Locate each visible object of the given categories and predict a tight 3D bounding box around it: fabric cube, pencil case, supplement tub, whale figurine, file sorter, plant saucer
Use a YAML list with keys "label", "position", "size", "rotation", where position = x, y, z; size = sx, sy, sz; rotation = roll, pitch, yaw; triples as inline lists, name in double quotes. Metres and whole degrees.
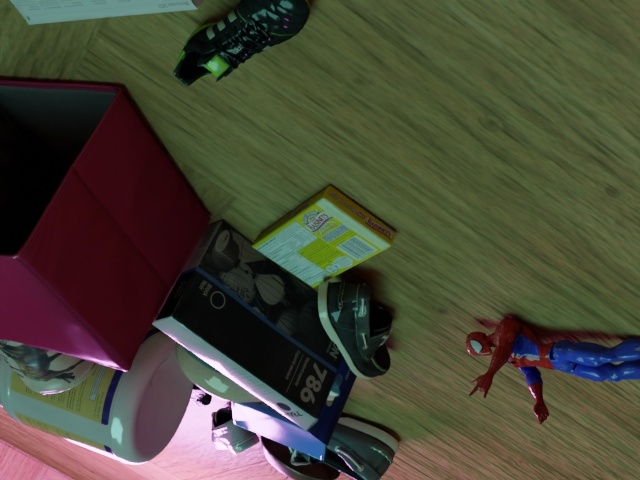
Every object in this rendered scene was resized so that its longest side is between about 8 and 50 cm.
- label: "fabric cube"
  position: [-0.343, -0.021, 1.258]
  size: [0.254, 0.259, 0.258]
  rotation: [8, 148, 28]
- label: "pencil case"
  position: [-0.459, 0.032, 1.478]
  size: [0.160, 0.183, 0.410]
  rotation: [-1, 131, 24]
- label: "supplement tub"
  position: [-0.420, 0.240, 1.778]
  size: [0.331, 0.241, 0.241]
  rotation: [16, 150, 19]
- label: "whale figurine"
  position: [-0.079, 0.164, 1.505]
  size: [0.272, 0.141, 0.216]
  rotation: [15, -165, -19]
- label: "file sorter"
  position: [-0.052, 0.281, 1.689]
  size: [0.170, 0.104, 0.118]
  rotation: [20, 151, 10]
- label: "plant saucer"
  position: [-0.043, 0.414, 1.880]
  size: [0.168, 0.029, 0.168]
  rotation: [25, -170, -5]

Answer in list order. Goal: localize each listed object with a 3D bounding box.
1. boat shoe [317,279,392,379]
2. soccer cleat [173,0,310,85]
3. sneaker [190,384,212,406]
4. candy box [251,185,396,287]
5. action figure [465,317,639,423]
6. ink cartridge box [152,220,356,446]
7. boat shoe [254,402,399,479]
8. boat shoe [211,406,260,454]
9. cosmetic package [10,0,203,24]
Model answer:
- label: "boat shoe"
  position: [0.065, 0.128, 1.367]
  size: [0.079, 0.084, 0.233]
  rotation: [-12, 146, 13]
- label: "soccer cleat"
  position: [-0.077, -0.191, 0.951]
  size: [0.060, 0.072, 0.179]
  rotation: [41, 148, -26]
- label: "sneaker"
  position: [-0.232, 0.283, 1.901]
  size: [0.170, 0.051, 0.089]
  rotation: [-3, 141, 49]
- label: "candy box"
  position: [0.000, 0.000, 1.258]
  size: [0.105, 0.027, 0.206]
  rotation: [37, 150, -14]
- label: "action figure"
  position: [0.295, 0.172, 1.200]
  size: [0.280, 0.139, 0.091]
  rotation: [10, 147, 32]
- label: "ink cartridge box"
  position: [-0.061, 0.135, 1.391]
  size: [0.333, 0.165, 0.065]
  rotation: [39, 147, -24]
- label: "boat shoe"
  position: [-0.019, 0.361, 1.801]
  size: [0.319, 0.099, 0.116]
  rotation: [12, 152, 26]
- label: "boat shoe"
  position: [-0.178, 0.368, 1.973]
  size: [0.081, 0.079, 0.227]
  rotation: [66, 162, -2]
- label: "cosmetic package"
  position: [-0.217, -0.268, 0.951]
  size: [0.239, 0.060, 0.099]
  rotation: [5, 143, 34]
